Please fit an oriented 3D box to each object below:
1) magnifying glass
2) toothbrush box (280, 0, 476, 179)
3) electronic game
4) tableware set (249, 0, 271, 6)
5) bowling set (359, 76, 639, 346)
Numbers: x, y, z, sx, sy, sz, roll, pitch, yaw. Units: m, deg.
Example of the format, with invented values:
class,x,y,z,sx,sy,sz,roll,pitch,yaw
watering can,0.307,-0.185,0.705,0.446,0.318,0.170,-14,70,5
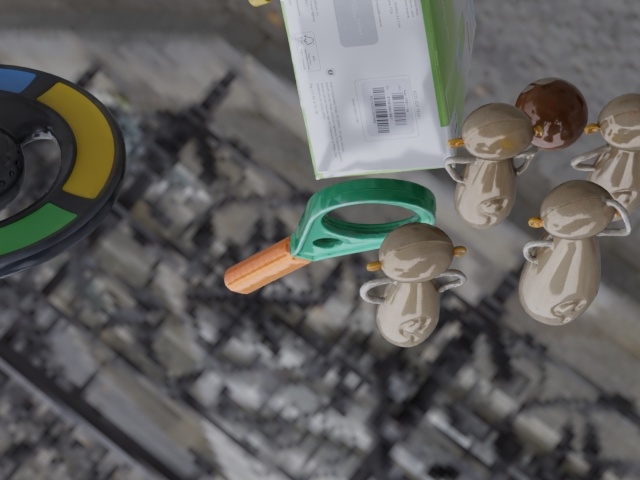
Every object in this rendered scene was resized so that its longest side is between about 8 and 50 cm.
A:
class,x,y,z,sx,sy,sz,roll,pitch,yaw
magnifying glass,0.000,0.000,1.441,0.092,0.026,0.231,14,157,-33
toothbrush box,0.053,-0.209,1.587,0.122,0.283,0.206,-5,119,11
electronic game,-0.246,-0.048,1.287,0.229,0.229,0.048,30,140,30
tableware set,-0.016,-0.236,1.987,0.024,0.104,0.154,1,159,44
bowling set,0.156,-0.049,1.285,0.154,0.287,0.200,92,169,-61
